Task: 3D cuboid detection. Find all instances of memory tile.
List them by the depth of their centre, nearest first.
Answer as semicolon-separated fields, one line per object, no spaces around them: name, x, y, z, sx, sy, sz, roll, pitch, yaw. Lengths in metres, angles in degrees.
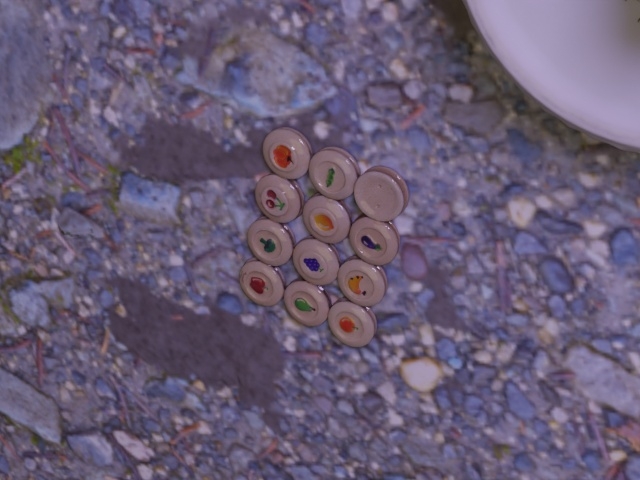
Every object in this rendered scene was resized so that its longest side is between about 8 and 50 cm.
memory tile;0.000;0.000;1.062;0.113;0.012;0.148;24;126;18

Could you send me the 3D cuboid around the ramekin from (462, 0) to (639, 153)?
ramekin;0.188;-0.166;0.781;0.273;0.127;0.272;15;122;25
